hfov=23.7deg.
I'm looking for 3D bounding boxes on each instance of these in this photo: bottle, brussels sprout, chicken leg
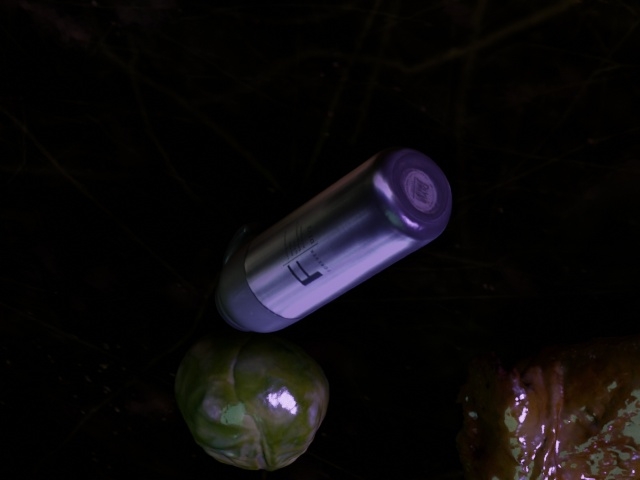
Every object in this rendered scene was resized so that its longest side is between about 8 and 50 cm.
[{"bbox_3d":[0.000,0.000,1.230,0.253,0.079,0.096,-34,74,48],"label":"bottle"},{"bbox_3d":[-0.065,0.148,1.397,0.155,0.117,0.155,11,129,14],"label":"brussels sprout"},{"bbox_3d":[0.223,0.120,1.193,0.211,0.140,0.361,12,133,-15],"label":"chicken leg"}]
